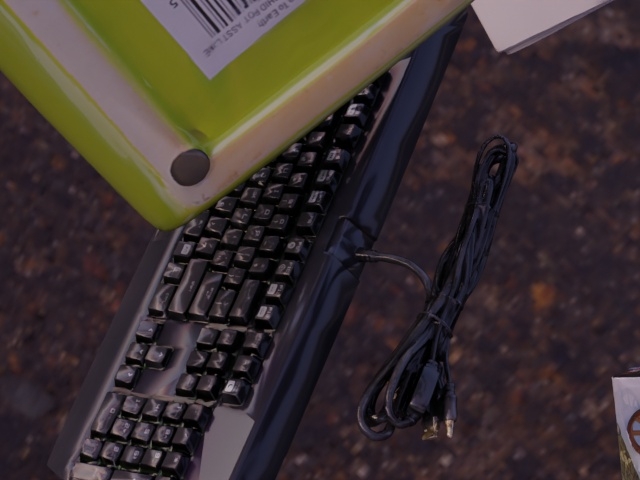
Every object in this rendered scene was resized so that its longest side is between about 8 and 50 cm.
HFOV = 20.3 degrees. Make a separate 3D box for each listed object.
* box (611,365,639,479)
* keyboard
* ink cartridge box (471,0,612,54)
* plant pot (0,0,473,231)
[{"bbox_3d":[0.271,0.191,1.092,0.044,0.159,0.233,-13,97,-58],"label":"box"},{"bbox_3d":[0.000,0.000,0.878,0.201,0.033,0.317,7,61,29],"label":"keyboard"},{"bbox_3d":[0.149,-0.305,1.267,0.207,0.117,0.283,-38,101,-45],"label":"ink cartridge box"},{"bbox_3d":[-0.065,-0.153,0.752,0.227,0.228,0.207,51,2,-40],"label":"plant pot"}]
